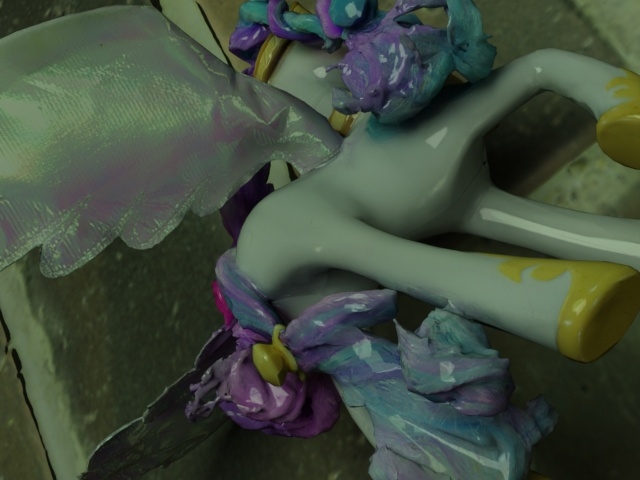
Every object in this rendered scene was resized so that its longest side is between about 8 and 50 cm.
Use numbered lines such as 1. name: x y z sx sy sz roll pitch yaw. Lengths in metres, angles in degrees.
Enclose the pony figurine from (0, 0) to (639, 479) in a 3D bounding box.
1. pony figurine: 0.000 0.000 0.561 0.351 0.303 0.363 -39 45 -21
